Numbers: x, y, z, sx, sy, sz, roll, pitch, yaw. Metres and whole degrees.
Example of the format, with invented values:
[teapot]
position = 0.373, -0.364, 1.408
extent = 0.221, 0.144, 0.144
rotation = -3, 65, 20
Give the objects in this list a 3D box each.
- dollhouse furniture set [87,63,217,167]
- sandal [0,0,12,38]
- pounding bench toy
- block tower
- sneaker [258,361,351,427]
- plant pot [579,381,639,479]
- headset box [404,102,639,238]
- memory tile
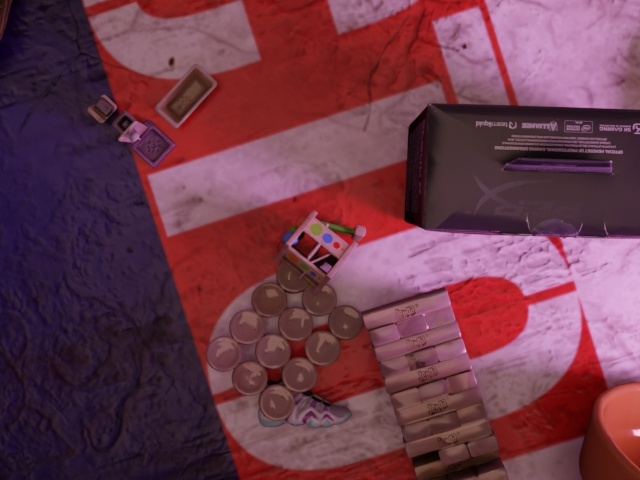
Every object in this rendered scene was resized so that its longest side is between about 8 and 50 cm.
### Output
[dollhouse furniture set]
position = -0.172, -0.145, 1.061
extent = 0.091, 0.081, 0.114
rotation = 43, 93, -1
[sandal]
position = -0.351, -0.255, 1.082
extent = 0.072, 0.049, 0.180
rotation = 15, 78, -5
[pounding bench toy]
position = 0.000, 0.000, 1.077
extent = 0.065, 0.052, 0.083
rotation = 39, 61, 1
[block tower]
position = 0.135, 0.216, 1.065
extent = 0.091, 0.097, 0.335
rotation = -18, 94, 2
[sneaker]
position = -0.017, 0.160, 1.091
extent = 0.098, 0.038, 0.069
rotation = -1, 93, 1
[plant pot]
position = 0.369, 0.293, 0.984
extent = 0.291, 0.291, 0.203
rotation = 14, 109, 1
[headset box]
position = 0.193, -0.060, 0.951
extent = 0.218, 0.293, 0.110
rotation = 2, 93, 2
[memory tile]
position = -0.037, 0.101, 1.080
extent = 0.113, 0.012, 0.148
rotation = 41, 77, 4
